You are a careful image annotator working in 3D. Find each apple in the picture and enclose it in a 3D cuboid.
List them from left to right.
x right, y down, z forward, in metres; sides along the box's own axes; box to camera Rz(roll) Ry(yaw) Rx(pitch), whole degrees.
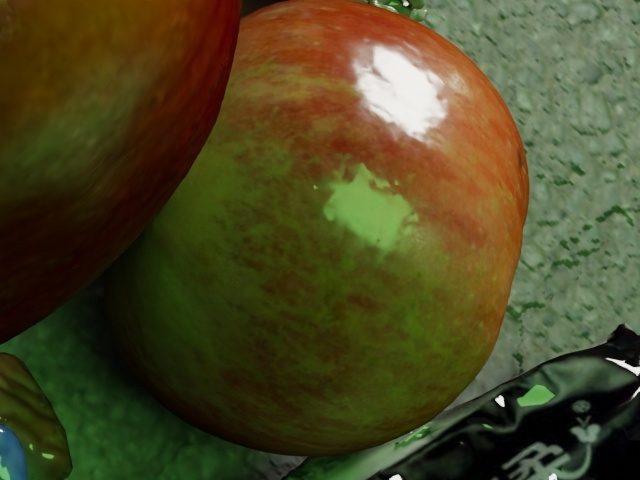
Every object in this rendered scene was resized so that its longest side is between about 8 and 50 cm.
[{"bbox_3d":[0.000,0.000,0.843,0.164,0.209,0.209,24,70,-9],"label":"apple"}]

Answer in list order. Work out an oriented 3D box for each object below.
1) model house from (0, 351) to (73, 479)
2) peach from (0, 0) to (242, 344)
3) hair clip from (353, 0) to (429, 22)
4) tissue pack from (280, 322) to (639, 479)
[{"bbox_3d":[-0.130,0.193,0.723,0.295,0.251,0.329,36,60,-15],"label":"model house"},{"bbox_3d":[-0.193,-0.088,0.700,0.308,0.308,0.332,47,63,-15],"label":"peach"},{"bbox_3d":[-0.060,-0.213,0.888,0.321,0.091,0.138,31,38,-24],"label":"hair clip"},{"bbox_3d":[0.120,0.221,0.879,0.245,0.123,0.332,-21,75,-32],"label":"tissue pack"}]
